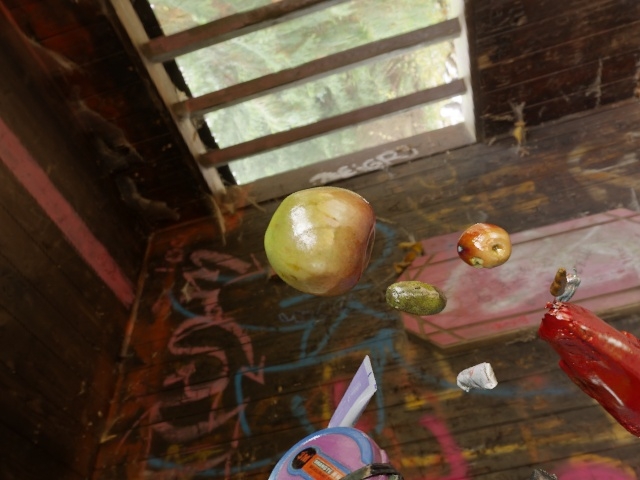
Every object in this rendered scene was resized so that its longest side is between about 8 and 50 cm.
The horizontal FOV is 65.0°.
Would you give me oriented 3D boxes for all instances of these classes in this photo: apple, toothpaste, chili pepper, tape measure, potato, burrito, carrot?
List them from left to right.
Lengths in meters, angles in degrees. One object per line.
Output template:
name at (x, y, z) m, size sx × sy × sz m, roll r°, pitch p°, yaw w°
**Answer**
apple at (0.000, 0.000, 1.526) m, size 0.338 × 0.305 × 0.338 m, roll 14°, pitch -90°, yaw -77°
tape measure at (0.016, 0.433, 0.815) m, size 0.232 × 0.245 × 0.149 m, roll -5°, pitch 118°, yaw 59°
toothpaste at (0.101, 0.533, 1.623) m, size 0.125 × 0.080 × 0.371 m, roll -102°, pitch 23°, yaw -49°
potato at (0.386, 0.232, 2.021) m, size 0.113 × 0.252 × 0.149 m, roll -71°, pitch -21°, yaw -58°
burrito at (0.409, 0.361, 1.317) m, size 0.203 × 0.064 × 0.064 m, roll 102°, pitch 157°, yaw -70°
apple at (0.619, 0.025, 1.883) m, size 0.199 × 0.199 × 0.199 m, roll -15°, pitch -90°, yaw -83°
carrot at (0.587, 0.102, 1.232) m, size 0.165 × 0.036 × 0.035 m, roll 57°, pitch -161°, yaw -59°
chili pepper at (0.729, 0.150, 1.494) m, size 0.041 × 0.050 × 0.153 m, roll -44°, pitch -25°, yaw -63°
chili pepper at (0.407, 0.182, 0.673) m, size 0.388 × 0.110 × 0.110 m, roll 38°, pitch -157°, yaw -21°

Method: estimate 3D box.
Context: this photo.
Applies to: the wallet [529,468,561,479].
wallet at (0.528, 0.665, 1.188) m, size 0.149 × 0.250 × 0.044 m, roll 12°, pitch 134°, yaw 48°
